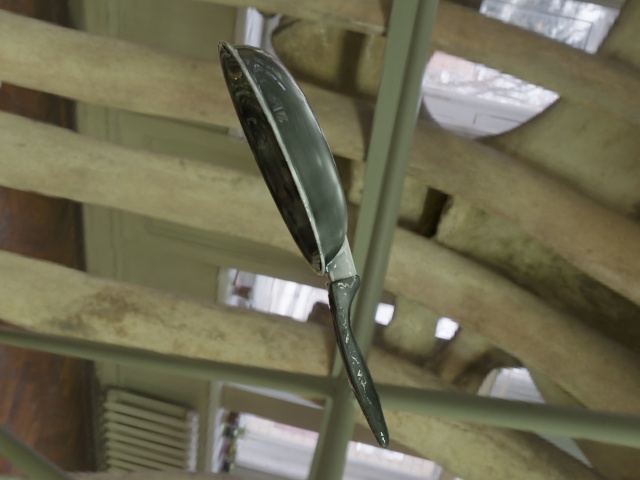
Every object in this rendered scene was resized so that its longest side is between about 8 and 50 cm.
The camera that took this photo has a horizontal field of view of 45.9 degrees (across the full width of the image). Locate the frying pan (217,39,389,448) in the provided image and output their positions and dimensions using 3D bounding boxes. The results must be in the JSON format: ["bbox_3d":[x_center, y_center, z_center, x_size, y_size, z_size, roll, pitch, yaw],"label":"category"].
[{"bbox_3d":[-0.002,-0.012,0.572,0.326,0.053,0.197,62,-8,19],"label":"frying pan"}]
